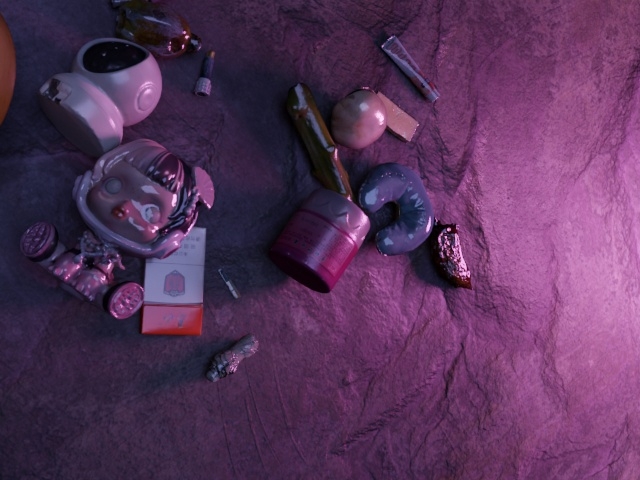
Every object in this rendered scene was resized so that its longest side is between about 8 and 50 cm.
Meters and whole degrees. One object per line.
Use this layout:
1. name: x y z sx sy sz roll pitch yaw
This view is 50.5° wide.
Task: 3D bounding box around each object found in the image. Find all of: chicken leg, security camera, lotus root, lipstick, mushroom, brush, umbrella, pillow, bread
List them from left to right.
1. security camera: -0.440 -0.311 1.418 0.194 0.194 0.236 47 67 -14
2. lotus root: -0.359 -0.465 1.518 0.192 0.088 0.113 13 105 -24
3. lipstick: -0.266 -0.394 1.584 0.037 0.037 0.116 14 77 -23
4. brush: -0.211 0.101 1.584 0.016 0.013 0.083 -34 102 -25
5. umbrella: -0.202 0.270 1.550 0.143 0.067 0.062 -39 132 -28
6. mushroom: 0.092 -0.307 1.701 0.154 0.122 0.154 -19 136 -20
7. bread: 0.189 -0.324 1.790 0.154 0.028 0.068 32 74 -20
8. pillow: 0.194 -0.086 1.736 0.214 0.086 0.233 -28 99 -33
9. chicken leg: 0.346 0.039 1.818 0.105 0.063 0.234 -19 96 -20

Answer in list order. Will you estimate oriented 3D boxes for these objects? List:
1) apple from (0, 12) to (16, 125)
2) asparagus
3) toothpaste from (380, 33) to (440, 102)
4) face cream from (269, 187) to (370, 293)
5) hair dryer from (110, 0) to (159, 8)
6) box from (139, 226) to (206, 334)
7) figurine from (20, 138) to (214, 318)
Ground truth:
1. apple: -0.758 -0.291 1.134 0.474 0.473 0.473 2 85 -24
2. asparagus: 0.004 -0.221 1.670 0.082 0.085 0.343 -36 107 -34
3. toothpaste: 0.244 -0.459 1.823 0.205 0.036 0.056 48 71 -10
4. face cream: 0.000 0.000 1.600 0.175 0.175 0.195 39 73 -17
5. hair dryer: -0.344 -0.649 1.540 0.361 0.121 0.301 -44 95 -15
6. box: -0.329 0.088 1.519 0.139 0.035 0.245 6 83 -24
7. figurine: -0.409 -0.042 1.378 0.253 0.211 0.361 39 79 -21
